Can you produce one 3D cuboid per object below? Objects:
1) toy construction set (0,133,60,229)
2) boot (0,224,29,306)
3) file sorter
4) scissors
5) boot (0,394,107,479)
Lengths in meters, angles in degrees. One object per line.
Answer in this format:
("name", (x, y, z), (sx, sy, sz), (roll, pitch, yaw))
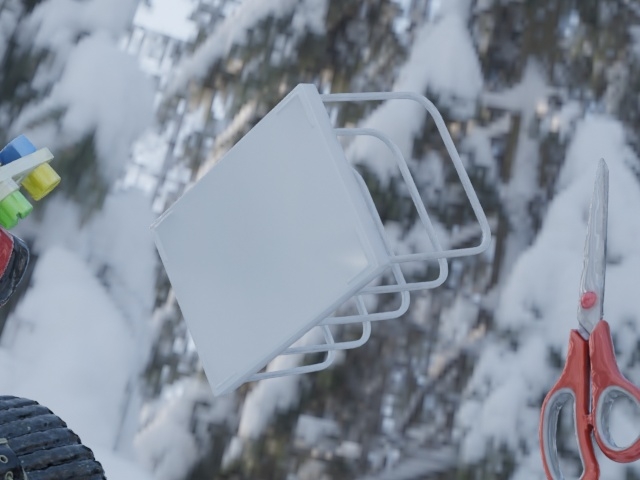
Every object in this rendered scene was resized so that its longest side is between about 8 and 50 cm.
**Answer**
("toy construction set", (-0.331, -0.033, 1.483), (0.215, 0.151, 0.327), (-41, -16, -1))
("boot", (-0.403, 0.068, 1.938), (0.088, 0.244, 0.176), (38, -10, 31))
("file sorter", (0.000, 0.000, 1.882), (0.173, 0.193, 0.278), (-4, -25, -42))
("scissors", (0.214, 0.069, 1.586), (0.109, 0.297, 0.021), (-30, -41, 32))
("boot", (-0.242, 0.234, 1.313), (0.131, 0.348, 0.260), (-40, -33, 23))
